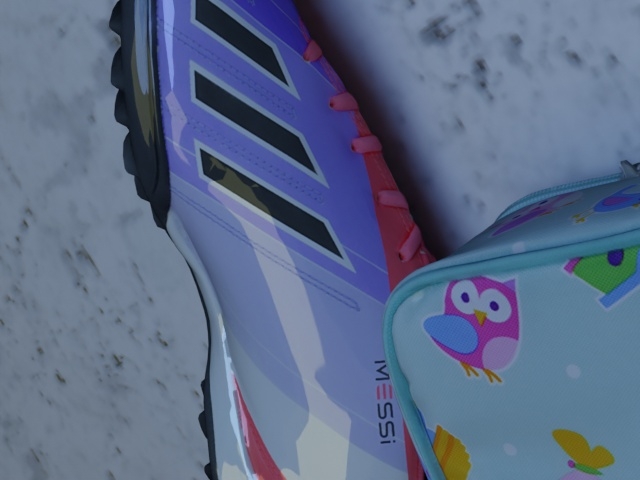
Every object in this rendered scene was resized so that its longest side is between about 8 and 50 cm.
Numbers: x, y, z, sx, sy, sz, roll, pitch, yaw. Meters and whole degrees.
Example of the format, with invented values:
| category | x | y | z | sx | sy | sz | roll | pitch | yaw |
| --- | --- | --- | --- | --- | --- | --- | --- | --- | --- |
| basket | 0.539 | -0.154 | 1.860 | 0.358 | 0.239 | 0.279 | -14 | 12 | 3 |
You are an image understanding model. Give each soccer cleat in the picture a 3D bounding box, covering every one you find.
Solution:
| category | x | y | z | sx | sy | sz | roll | pitch | yaw |
| --- | --- | --- | --- | --- | --- | --- | --- | --- | --- |
| soccer cleat | 0.000 | 0.000 | 0.756 | 0.116 | 0.108 | 0.318 | -7 | 105 | 17 |

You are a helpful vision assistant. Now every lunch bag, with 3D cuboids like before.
| category | x | y | z | sx | sy | sz | roll | pitch | yaw |
| --- | --- | --- | --- | --- | --- | --- | --- | --- | --- |
| lunch bag | 0.149 | 0.098 | 0.663 | 0.224 | 0.108 | 0.279 | -12 | 104 | 45 |
